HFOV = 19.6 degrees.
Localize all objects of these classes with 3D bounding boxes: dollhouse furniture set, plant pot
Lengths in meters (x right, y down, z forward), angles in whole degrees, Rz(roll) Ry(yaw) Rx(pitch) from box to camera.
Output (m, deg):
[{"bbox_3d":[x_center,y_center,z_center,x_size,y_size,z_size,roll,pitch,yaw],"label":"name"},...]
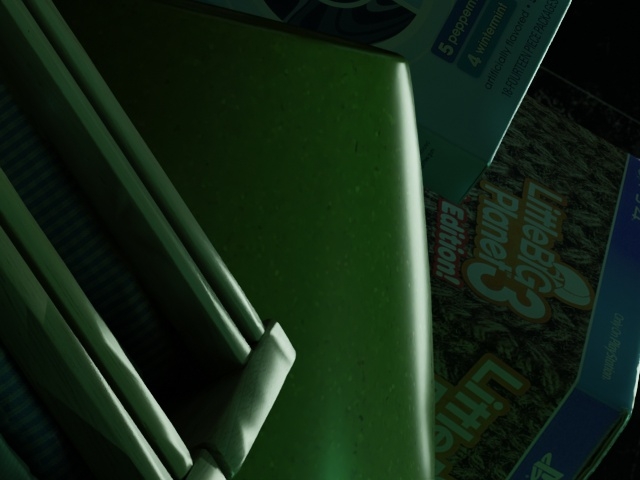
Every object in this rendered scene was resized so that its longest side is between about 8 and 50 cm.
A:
[{"bbox_3d":[-0.125,0.038,0.380,0.183,0.129,0.129,-28,-167,20],"label":"dollhouse furniture set"},{"bbox_3d":[-0.067,0.062,0.653,0.275,0.274,0.294,-72,176,-83],"label":"plant pot"}]

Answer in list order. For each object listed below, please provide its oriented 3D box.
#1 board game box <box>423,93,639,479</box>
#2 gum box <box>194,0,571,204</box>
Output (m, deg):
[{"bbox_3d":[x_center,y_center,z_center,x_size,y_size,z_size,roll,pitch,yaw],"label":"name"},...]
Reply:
[{"bbox_3d":[0.000,0.000,0.882,0.141,0.291,0.232,-59,-178,31],"label":"board game box"},{"bbox_3d":[0.014,-0.126,0.774,0.157,0.184,0.041,-61,-178,-30],"label":"gum box"}]
